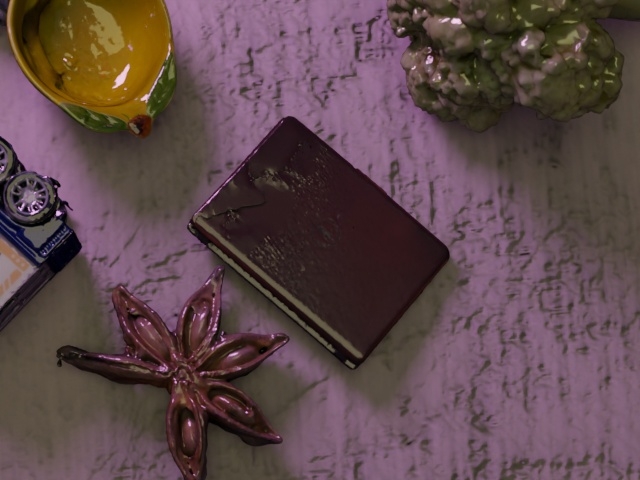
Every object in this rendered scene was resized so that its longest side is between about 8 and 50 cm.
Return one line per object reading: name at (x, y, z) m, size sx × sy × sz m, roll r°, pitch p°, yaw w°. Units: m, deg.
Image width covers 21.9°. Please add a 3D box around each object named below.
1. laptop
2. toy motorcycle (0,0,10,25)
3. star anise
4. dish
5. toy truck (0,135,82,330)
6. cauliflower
laptop at (0.000, 0.000, 1.543) m, size 0.207 × 0.026 × 0.154 m, roll 40°, pitch 71°, yaw 1°
toy motorcycle at (-0.364, -0.293, 1.496) m, size 0.270 × 0.106 × 0.159 m, roll 42°, pitch 64°, yaw -25°
star anise at (-0.114, 0.118, 1.509) m, size 0.208 × 0.063 × 0.172 m, roll 43°, pitch 75°, yaw 9°
dish at (-0.213, -0.181, 1.531) m, size 0.149 × 0.080 × 0.207 m, roll -24°, pitch 88°, yaw -17°
toy truck at (-0.352, -0.048, 1.482) m, size 0.268 × 0.124 × 0.155 m, roll 41°, pitch 81°, yaw 3°
cauliflower at (0.198, -0.230, 1.474) m, size 0.281 × 0.327 × 0.260 m, roll 13°, pitch 52°, yaw -9°
